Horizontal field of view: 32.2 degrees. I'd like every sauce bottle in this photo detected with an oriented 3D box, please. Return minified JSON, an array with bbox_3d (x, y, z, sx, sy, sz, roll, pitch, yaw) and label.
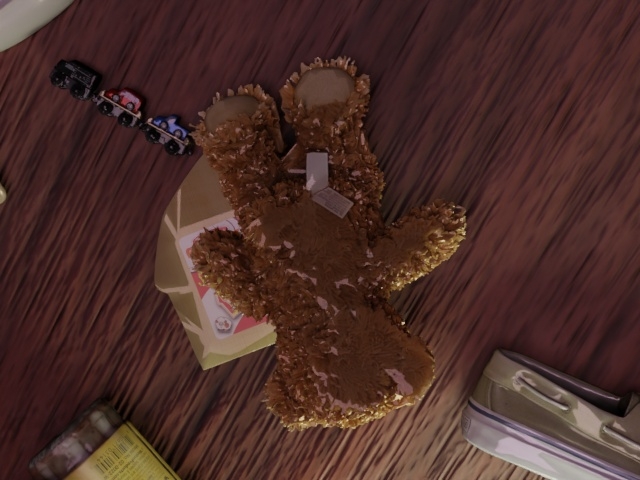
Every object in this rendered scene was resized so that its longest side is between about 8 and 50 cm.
[{"bbox_3d":[-0.144,0.316,1.102,0.111,0.111,0.344,-41,91,14],"label":"sauce bottle"}]

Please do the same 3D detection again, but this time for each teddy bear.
[{"bbox_3d":[0.000,0.000,1.008,0.245,0.113,0.338,-32,81,-4],"label":"teddy bear"}]

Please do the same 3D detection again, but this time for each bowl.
[{"bbox_3d":[-0.313,-0.259,1.045,0.142,0.053,0.142,-31,96,12],"label":"bowl"}]

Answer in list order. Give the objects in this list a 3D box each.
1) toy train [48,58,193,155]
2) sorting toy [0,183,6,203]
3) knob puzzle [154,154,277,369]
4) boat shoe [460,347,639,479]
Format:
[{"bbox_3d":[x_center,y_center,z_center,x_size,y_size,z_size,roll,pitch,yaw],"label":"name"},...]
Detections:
[{"bbox_3d":[-0.187,-0.129,1.065,0.158,0.027,0.036,31,93,2],"label":"toy train"},{"bbox_3d":[-0.439,-0.092,1.109,0.193,0.038,0.208,-26,101,13],"label":"sorting toy"},{"bbox_3d":[-0.070,0.004,1.068,0.213,0.030,0.213,0,91,4],"label":"knob puzzle"},{"bbox_3d":[0.281,0.187,1.015,0.302,0.109,0.094,18,101,8],"label":"boat shoe"}]
